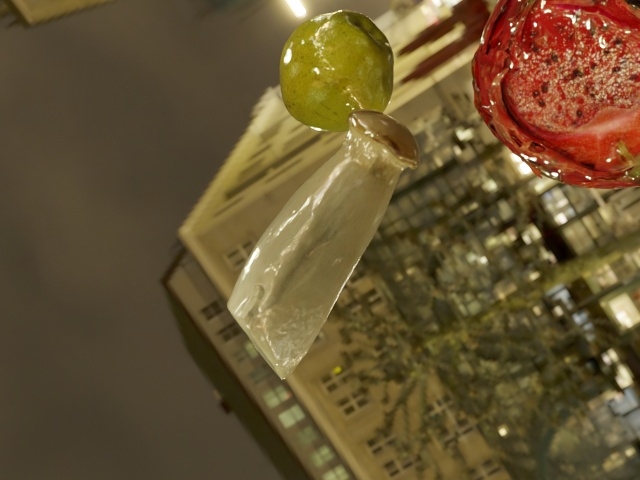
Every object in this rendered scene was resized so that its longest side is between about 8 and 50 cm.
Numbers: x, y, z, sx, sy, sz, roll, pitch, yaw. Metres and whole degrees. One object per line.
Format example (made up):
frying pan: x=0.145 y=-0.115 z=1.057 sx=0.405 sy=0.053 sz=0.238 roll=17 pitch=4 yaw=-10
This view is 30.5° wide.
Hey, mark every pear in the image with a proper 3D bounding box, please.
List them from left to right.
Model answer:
pear: x=0.028 y=-0.271 z=1.889 sx=0.198 sy=0.198 sz=0.198 roll=54 pitch=-168 yaw=-17

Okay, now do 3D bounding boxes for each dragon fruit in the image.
dragon fruit: x=0.312 y=-0.199 z=1.291 sx=0.295 sy=0.296 sz=0.301 roll=53 pitch=-156 yaw=-22

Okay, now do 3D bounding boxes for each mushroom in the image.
mushroom: x=-0.008 y=-0.001 z=1.655 sx=0.154 sy=0.407 sz=0.137 roll=26 pitch=-175 yaw=-35
